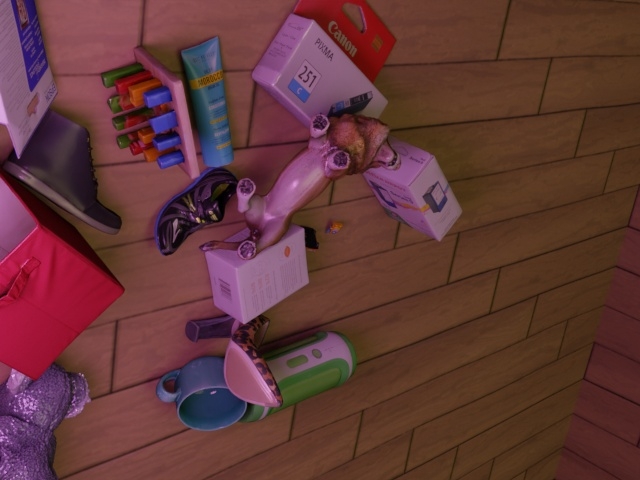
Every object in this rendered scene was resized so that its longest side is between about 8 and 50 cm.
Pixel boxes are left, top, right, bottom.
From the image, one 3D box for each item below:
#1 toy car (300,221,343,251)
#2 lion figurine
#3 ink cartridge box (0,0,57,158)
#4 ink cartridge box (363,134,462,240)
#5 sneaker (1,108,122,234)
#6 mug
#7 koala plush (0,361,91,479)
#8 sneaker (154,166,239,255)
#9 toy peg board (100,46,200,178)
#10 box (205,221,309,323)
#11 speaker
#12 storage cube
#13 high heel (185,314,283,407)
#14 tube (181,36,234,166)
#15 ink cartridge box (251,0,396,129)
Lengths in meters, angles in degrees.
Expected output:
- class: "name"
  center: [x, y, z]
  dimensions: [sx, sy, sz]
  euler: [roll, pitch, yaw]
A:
- class: "toy car"
  center: [0.000, 0.000, 1.892]
  dimensions: [0.122, 0.060, 0.040]
  euler: [-6, 147, -41]
- class: "lion figurine"
  center: [-0.037, -0.096, 1.666]
  dimensions: [0.392, 0.142, 0.240]
  euler: [-35, 175, 2]
- class: "ink cartridge box"
  center: [-0.399, -0.240, 1.193]
  dimensions: [0.206, 0.045, 0.208]
  euler: [-89, 174, -58]
- class: "ink cartridge box"
  center: [0.186, -0.112, 1.958]
  dimensions: [0.093, 0.154, 0.212]
  euler: [-51, 142, -14]
- class: "sneaker"
  center: [-0.353, -0.097, 1.398]
  dimensions: [0.118, 0.083, 0.222]
  euler: [-58, 141, -8]
- class: "mug"
  center: [-0.214, 0.270, 1.745]
  dimensions: [0.129, 0.097, 0.158]
  euler: [-30, 132, 12]
- class: "koala plush"
  center: [-0.452, 0.278, 1.434]
  dimensions: [0.221, 0.203, 0.196]
  euler: [-63, 145, -20]
- class: "sneaker"
  center: [-0.209, -0.050, 1.596]
  dimensions: [0.188, 0.078, 0.067]
  euler: [-48, 140, -19]
- class: "toy peg board"
  center: [-0.260, -0.182, 1.409]
  dimensions: [0.079, 0.160, 0.161]
  euler: [-23, 128, -21]
- class: "box"
  center: [-0.115, 0.050, 1.754]
  dimensions: [0.170, 0.091, 0.130]
  euler: [-31, 132, -34]
- class: "speaker"
  center: [-0.062, 0.274, 1.919]
  dimensions: [0.296, 0.131, 0.131]
  euler: [-15, 122, -45]
- class: "storage cube"
  center: [-0.422, 0.044, 1.287]
  dimensions: [0.183, 0.215, 0.193]
  euler: [-46, 141, -4]
- class: "high heel"
  center: [-0.103, 0.209, 1.723]
  dimensions: [0.186, 0.261, 0.093]
  euler: [-5, 124, -45]
- class: "tube"
  center: [-0.184, -0.226, 1.556]
  dimensions: [0.080, 0.052, 0.207]
  euler: [-37, 130, -44]
- class: "ink cartridge box"
  center: [0.036, -0.330, 1.732]
  dimensions: [0.261, 0.066, 0.296]
  euler: [-59, 143, -4]
